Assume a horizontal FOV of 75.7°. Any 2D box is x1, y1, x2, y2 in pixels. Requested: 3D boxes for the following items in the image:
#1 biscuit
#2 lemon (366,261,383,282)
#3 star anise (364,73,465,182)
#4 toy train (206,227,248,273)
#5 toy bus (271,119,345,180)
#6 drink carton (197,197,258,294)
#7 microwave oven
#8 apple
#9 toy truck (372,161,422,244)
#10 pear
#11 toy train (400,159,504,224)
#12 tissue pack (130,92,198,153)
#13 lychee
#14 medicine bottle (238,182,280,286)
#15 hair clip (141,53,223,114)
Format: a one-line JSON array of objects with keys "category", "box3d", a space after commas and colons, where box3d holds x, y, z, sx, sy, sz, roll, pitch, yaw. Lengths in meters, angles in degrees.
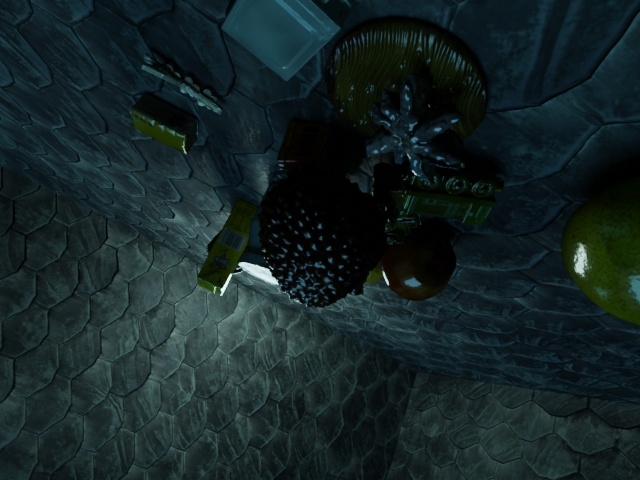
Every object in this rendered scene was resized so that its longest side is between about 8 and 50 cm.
[{"category": "biscuit", "box3d": [0.156, -0.276, 0.795, 0.317, 0.040, 0.318, 19, 159, 8]}, {"category": "lemon", "box3d": [0.168, 0.089, 1.526, 0.186, 0.143, 0.142, 23, 160, -15]}, {"category": "star anise", "box3d": [0.170, -0.197, 0.762, 0.236, 0.093, 0.229, 10, 142, 50]}, {"category": "toy train", "box3d": [-0.363, 0.023, 1.762, 0.177, 0.261, 0.134, 37, 158, 0]}, {"category": "toy bus", "box3d": [-0.009, -0.158, 1.107, 0.153, 0.143, 0.329, 6, 152, 16]}, {"category": "drink carton", "box3d": [-0.352, 0.027, 1.607, 0.111, 0.352, 0.154, 25, 159, -6]}, {"category": "microwave oven", "box3d": [-0.022, -0.353, 0.550, 0.122, 0.208, 0.162, 33, 157, -25]}, {"category": "apple", "box3d": [0.298, 0.065, 1.233, 0.229, 0.230, 0.230, 20, 159, 8]}, {"category": "toy truck", "box3d": [0.205, -0.091, 1.086, 0.126, 0.127, 0.257, 0, 153, 15]}, {"category": "pear", "box3d": [0.599, 0.019, 0.744, 0.293, 0.295, 0.294, 20, 159, 8]}, {"category": "toy train", "box3d": [0.280, -0.111, 0.909, 0.225, 0.090, 0.137, 7, 136, -4]}, {"category": "tissue pack", "box3d": [-0.454, -0.338, 1.207, 0.169, 0.082, 0.120, 26, 160, -10]}, {"category": "lychee", "box3d": [0.000, 0.000, 0.955, 0.330, 0.306, 0.306, 46, 153, -13]}, {"category": "medicine bottle", "box3d": [-0.122, -0.010, 1.371, 0.244, 0.290, 0.245, 20, 159, 8]}, {"category": "hair clip", "box3d": [-0.335, -0.387, 1.020, 0.213, 0.056, 0.062, 25, 144, -30]}]
